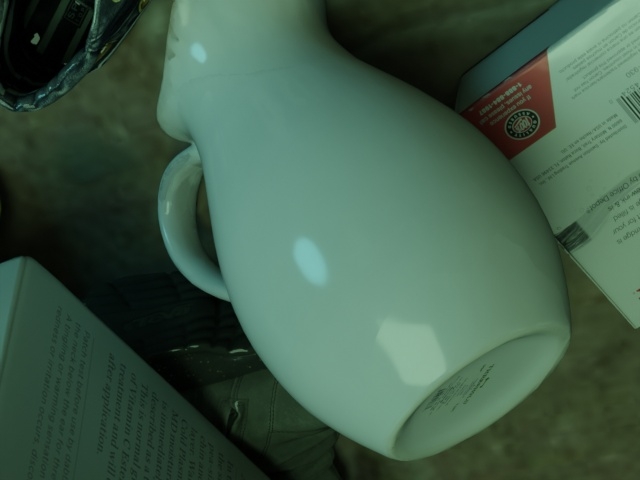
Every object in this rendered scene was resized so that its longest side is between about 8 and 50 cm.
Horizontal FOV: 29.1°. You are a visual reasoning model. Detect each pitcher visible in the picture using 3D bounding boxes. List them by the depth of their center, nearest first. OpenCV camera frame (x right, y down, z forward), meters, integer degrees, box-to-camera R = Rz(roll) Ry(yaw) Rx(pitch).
[{"bbox_3d":[0.000,0.000,0.527,0.207,0.125,0.178,55,140,28],"label":"pitcher"}]

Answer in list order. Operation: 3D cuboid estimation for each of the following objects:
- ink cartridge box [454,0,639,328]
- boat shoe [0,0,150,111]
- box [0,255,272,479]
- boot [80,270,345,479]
[{"bbox_3d":[0.139,-0.042,0.548,0.099,0.056,0.135,-36,108,25],"label":"ink cartridge box"},{"bbox_3d":[-0.083,-0.134,0.516,0.065,0.083,0.183,29,119,-8],"label":"boat shoe"},{"bbox_3d":[-0.128,0.197,0.588,0.215,0.168,0.345,-19,134,20],"label":"box"},{"bbox_3d":[-0.002,0.087,0.643,0.246,0.083,0.161,-5,130,11],"label":"boot"}]
